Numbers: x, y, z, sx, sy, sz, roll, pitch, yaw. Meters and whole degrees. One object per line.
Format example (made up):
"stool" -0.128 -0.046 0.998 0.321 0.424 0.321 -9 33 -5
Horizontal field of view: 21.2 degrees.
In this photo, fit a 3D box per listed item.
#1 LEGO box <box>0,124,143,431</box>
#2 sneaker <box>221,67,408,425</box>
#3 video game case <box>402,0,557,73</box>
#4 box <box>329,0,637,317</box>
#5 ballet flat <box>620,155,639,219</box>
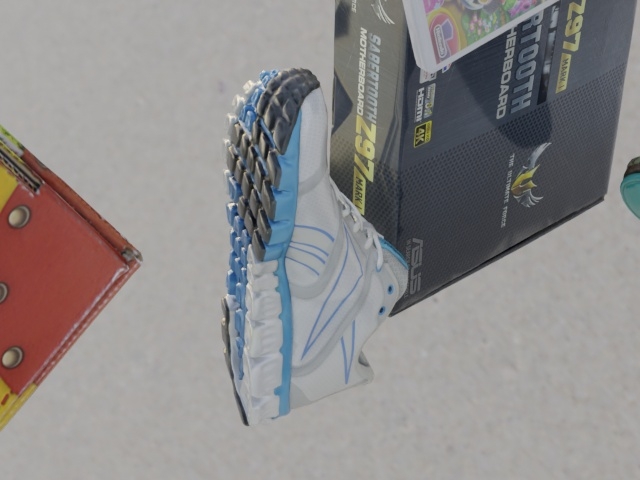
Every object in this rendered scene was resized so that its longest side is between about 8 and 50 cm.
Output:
"LEGO box" -0.348 0.066 0.459 0.193 0.372 0.500 29 75 42
"sneaker" 0.000 0.000 0.774 0.083 0.190 0.071 -9 43 -14
"video game case" 0.082 -0.129 0.674 0.122 0.087 0.011 -31 41 -18
"box" 0.090 -0.094 0.918 0.183 0.232 0.059 -27 45 -34
"ballet flat" 0.258 -0.015 0.889 0.079 0.077 0.221 -47 38 -14
